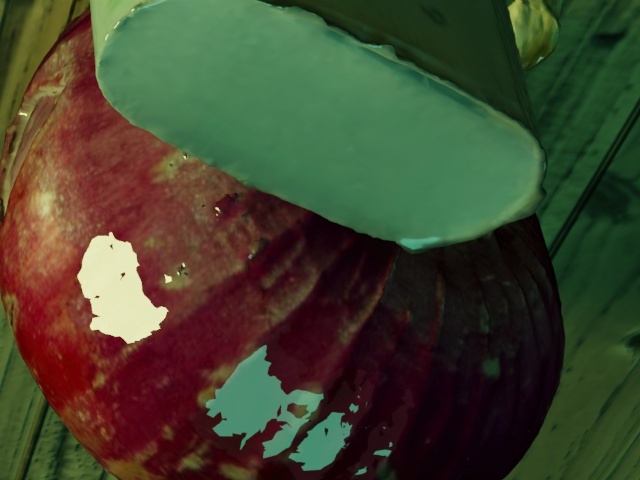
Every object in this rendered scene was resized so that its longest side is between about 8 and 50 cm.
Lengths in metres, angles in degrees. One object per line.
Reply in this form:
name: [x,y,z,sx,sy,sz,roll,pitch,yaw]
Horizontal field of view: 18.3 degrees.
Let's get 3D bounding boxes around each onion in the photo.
onion: [-0.018,0.021,0.898,0.256,0.230,0.272,1,149,-13]

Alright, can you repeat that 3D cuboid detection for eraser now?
eraser: [-0.008,-0.123,0.705,0.174,0.227,0.081,25,131,-37]
